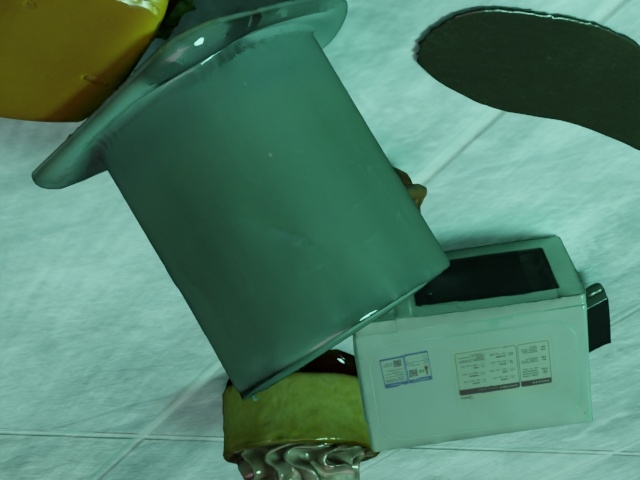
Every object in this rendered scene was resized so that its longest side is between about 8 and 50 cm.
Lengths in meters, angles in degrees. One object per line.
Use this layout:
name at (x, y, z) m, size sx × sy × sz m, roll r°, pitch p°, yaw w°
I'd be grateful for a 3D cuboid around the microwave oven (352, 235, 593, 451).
microwave oven at (0.136, 0.095, 1.084) m, size 0.208 × 0.122 × 0.162 m, roll -8°, pitch 118°, yaw 2°

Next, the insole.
insole at (0.206, -0.112, 0.865) m, size 0.327 × 0.007 × 0.111 m, roll 14°, pitch 148°, yaw -37°

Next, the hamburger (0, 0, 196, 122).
hamburger at (-0.145, -0.132, 0.639) m, size 0.137 × 0.087 × 0.166 m, roll 9°, pitch 151°, yaw -32°

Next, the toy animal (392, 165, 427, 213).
toy animal at (0.000, 0.000, 0.977) m, size 0.224 × 0.066 × 0.229 m, roll -21°, pitch 156°, yaw 27°

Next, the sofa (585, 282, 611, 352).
sofa at (0.258, 0.080, 1.230) m, size 0.085 × 0.060 × 0.147 m, roll -27°, pitch 152°, yaw 3°

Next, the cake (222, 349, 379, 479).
cake at (-0.019, 0.241, 1.344) m, size 0.185 × 0.178 × 0.208 m, roll 6°, pitch 149°, yaw -23°

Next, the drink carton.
drink carton at (-0.026, -0.026, 0.708) m, size 0.185 × 0.190 × 0.191 m, roll -39°, pitch 172°, yaw 38°
